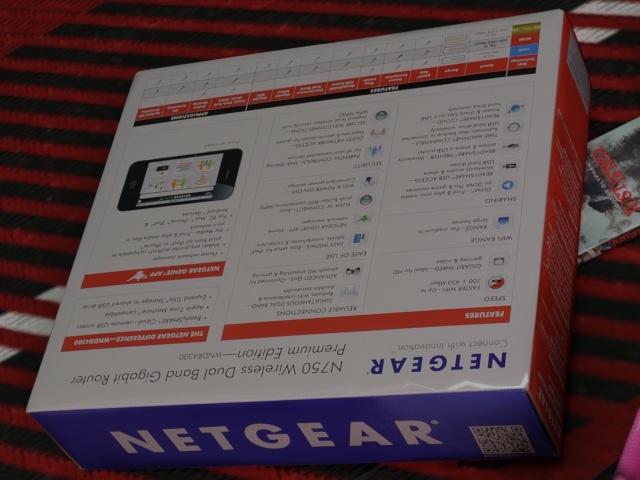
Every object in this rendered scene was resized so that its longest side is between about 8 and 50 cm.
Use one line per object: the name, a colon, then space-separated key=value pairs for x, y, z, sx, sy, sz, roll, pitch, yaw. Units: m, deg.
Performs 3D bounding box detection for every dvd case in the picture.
dvd case: x=0.202 y=-0.038 z=0.987 sx=0.119 sy=0.013 sz=0.087 roll=-26 pitch=47 yaw=3

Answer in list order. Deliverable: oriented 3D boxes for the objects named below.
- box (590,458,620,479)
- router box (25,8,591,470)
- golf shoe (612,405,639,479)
box: x=0.283 y=0.188 z=0.728 sx=0.295 sy=0.073 sz=0.293 roll=-35 pitch=48 yaw=-7
router box: x=0.000 y=0.000 z=0.984 sx=0.335 sy=0.082 sz=0.301 roll=-5 pitch=52 yaw=23
golf shoe: x=0.231 y=0.069 z=0.709 sx=0.115 sy=0.140 sz=0.306 roll=16 pitch=58 yaw=35
